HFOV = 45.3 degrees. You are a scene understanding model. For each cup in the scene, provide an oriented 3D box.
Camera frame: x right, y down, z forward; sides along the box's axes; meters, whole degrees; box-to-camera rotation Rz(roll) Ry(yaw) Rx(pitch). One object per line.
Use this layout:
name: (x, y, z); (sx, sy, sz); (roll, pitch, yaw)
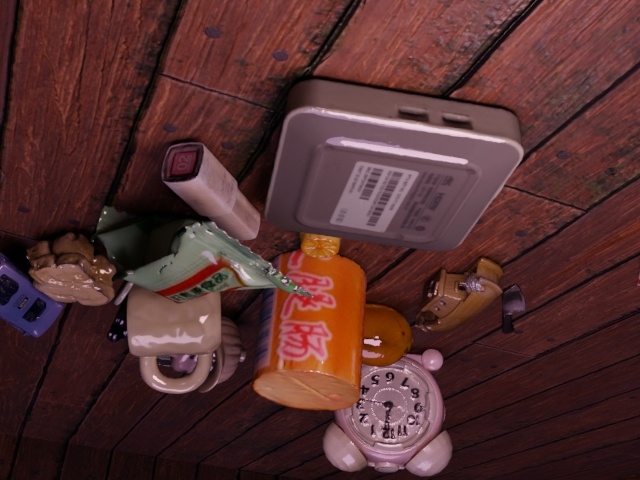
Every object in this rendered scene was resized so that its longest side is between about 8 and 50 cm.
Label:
cup: (-0.326, 0.215, 1.735); (0.202, 0.255, 0.173); (-1, 167, -7)

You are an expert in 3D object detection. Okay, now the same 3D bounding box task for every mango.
mango: (0.099, 0.213, 1.806); (0.236, 0.166, 0.136); (19, 111, 12)

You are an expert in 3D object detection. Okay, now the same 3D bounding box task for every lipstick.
lipstick: (-0.185, -0.080, 1.368); (0.078, 0.078, 0.253); (-2, 156, 21)

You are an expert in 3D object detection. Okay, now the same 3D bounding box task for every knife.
knife: (0.448, 0.155, 1.783); (0.060, 0.028, 0.230); (-13, 146, 6)

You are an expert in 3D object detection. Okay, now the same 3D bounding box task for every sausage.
sausage: (-0.020, 0.188, 1.627); (0.233, 0.287, 0.233); (4, 147, 3)

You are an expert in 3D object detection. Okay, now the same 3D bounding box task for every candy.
candy: (-0.220, 0.029, 1.408); (0.398, 0.171, 0.263); (-2, 158, 46)

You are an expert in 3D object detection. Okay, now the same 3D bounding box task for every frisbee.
frisbee: (-0.426, 0.094, 1.695); (0.014, 0.110, 0.110); (33, 143, -17)

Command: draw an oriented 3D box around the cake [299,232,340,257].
cake: (0.000, 0.000, 1.526); (0.084, 0.044, 0.084); (2, 151, 1)

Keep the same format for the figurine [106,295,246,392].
figurine: (-0.349, 0.237, 1.925); (0.332, 0.204, 0.185); (34, 132, 1)

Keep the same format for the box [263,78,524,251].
box: (0.106, -0.104, 1.273); (0.373, 0.090, 0.367); (9, 152, -6)

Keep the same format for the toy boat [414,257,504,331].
toy boat: (0.283, 0.127, 1.681); (0.122, 0.089, 0.321); (17, 151, -11)

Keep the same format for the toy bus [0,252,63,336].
toy bus: (-0.684, 0.127, 1.727); (0.133, 0.125, 0.292); (28, 163, 30)

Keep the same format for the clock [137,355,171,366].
clock: (-0.424, 0.302, 2.150); (0.215, 0.041, 0.215); (4, 152, 2)

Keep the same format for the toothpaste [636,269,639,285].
toothpaste: (0.667, 0.039, 1.508); (0.075, 0.048, 0.301); (-10, 151, 17)

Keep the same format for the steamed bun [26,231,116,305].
steamed bun: (-0.537, 0.058, 1.650); (0.192, 0.106, 0.177); (-6, 145, 19)

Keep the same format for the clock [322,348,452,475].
clock: (0.181, 0.462, 2.066); (0.342, 0.325, 0.184); (0, 153, 7)
